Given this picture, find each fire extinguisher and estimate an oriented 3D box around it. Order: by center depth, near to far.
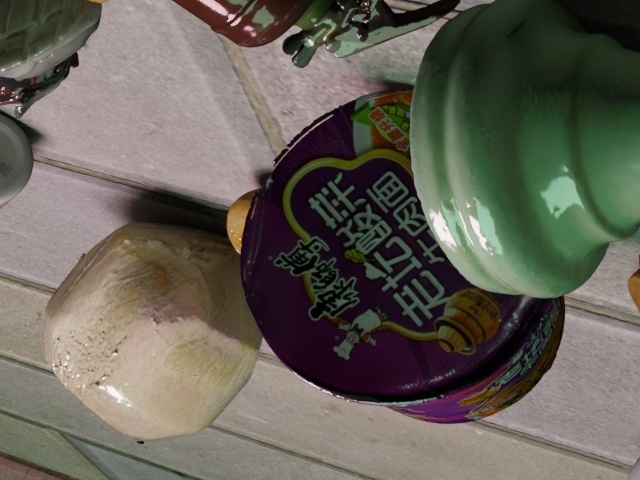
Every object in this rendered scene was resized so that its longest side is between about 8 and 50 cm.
[{"bbox_3d":[-0.067,-0.215,0.927,0.337,0.106,0.147,31,133,-22],"label":"fire extinguisher"}]

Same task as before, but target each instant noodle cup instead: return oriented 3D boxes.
[{"bbox_3d":[0.085,0.031,1.177,0.251,0.251,0.190,14,166,22],"label":"instant noodle cup"}]

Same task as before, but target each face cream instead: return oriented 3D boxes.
[{"bbox_3d":[-0.390,-0.063,1.609,0.101,0.101,0.251,30,158,-17],"label":"face cream"}]

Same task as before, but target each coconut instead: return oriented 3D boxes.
[{"bbox_3d":[-0.169,0.082,1.578,0.227,0.230,0.227,37,-174,-5],"label":"coconut"}]

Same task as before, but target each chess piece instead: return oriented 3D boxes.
[{"bbox_3d":[0.224,-0.067,0.876,0.299,0.195,0.194,-4,147,35],"label":"chess piece"}]

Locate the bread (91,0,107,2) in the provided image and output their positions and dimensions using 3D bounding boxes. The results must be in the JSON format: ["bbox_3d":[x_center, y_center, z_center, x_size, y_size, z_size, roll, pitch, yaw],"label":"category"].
[{"bbox_3d":[-0.224,-0.238,1.076,0.187,0.065,0.103,25,165,-1],"label":"bread"}]

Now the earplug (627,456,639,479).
[{"bbox_3d":[0.475,0.339,1.607,0.325,0.175,0.214,37,151,-9],"label":"earplug"}]

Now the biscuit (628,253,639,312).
[{"bbox_3d":[0.317,0.081,1.237,0.144,0.040,0.236,31,161,40],"label":"biscuit"}]

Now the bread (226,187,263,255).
[{"bbox_3d":[0.000,0.000,1.391,0.189,0.077,0.114,15,138,23],"label":"bread"}]

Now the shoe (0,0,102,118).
[{"bbox_3d":[-0.245,-0.156,1.240,0.227,0.099,0.125,-7,155,40],"label":"shoe"}]
